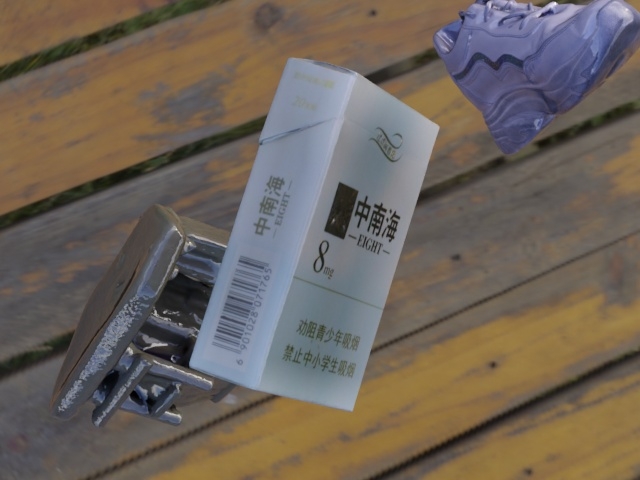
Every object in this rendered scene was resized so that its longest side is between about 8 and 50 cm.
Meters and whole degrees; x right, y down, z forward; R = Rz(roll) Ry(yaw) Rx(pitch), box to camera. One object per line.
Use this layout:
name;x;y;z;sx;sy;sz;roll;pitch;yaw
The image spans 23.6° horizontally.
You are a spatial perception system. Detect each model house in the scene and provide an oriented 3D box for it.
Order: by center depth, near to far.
model house;-0.124;0.075;1.382;0.188;0.122;0.229;18;121;-32

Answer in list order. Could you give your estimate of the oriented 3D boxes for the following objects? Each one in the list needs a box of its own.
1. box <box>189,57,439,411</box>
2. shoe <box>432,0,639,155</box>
box;0.000;0.000;1.163;0.155;0.067;0.243;25;81;-60
shoe;0.186;-0.173;1.351;0.137;0.245;0.095;45;66;-1
